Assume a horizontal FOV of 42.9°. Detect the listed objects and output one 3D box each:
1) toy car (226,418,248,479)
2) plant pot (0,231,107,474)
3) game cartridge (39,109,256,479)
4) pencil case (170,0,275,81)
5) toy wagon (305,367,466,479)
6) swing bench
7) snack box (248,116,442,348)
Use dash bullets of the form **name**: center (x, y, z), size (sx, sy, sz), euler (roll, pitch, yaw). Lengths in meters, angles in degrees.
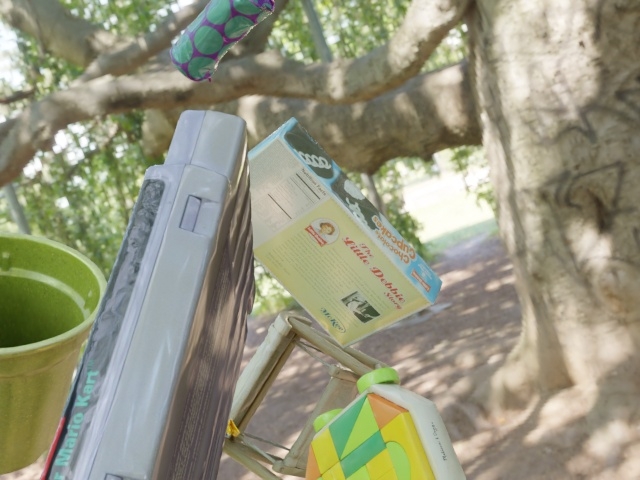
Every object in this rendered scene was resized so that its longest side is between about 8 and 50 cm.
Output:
- **toy car**: center (-0.111, 0.271, 0.933), size (0.041, 0.122, 0.060), euler (9, -45, -43)
- **plant pot**: center (-0.439, 0.165, 1.098), size (0.276, 0.253, 0.276), euler (11, 27, -6)
- **game cartridge**: center (-0.100, 0.116, 0.511), size (0.068, 0.355, 0.230), euler (5, -37, 6)
- **pencil case**: center (-0.123, -0.269, 1.034), size (0.070, 0.064, 0.152), euler (24, -48, -38)
- **toy wagon**: center (0.059, 0.342, 1.062), size (0.068, 0.267, 0.344), euler (4, -38, -35)
- **swing bench**: center (-0.034, 0.281, 1.366), size (0.253, 0.255, 0.165), euler (-58, 11, 4)
- **snack box**: center (0.000, 0.000, 1.163), size (0.187, 0.322, 0.060), euler (-32, 18, 38)
